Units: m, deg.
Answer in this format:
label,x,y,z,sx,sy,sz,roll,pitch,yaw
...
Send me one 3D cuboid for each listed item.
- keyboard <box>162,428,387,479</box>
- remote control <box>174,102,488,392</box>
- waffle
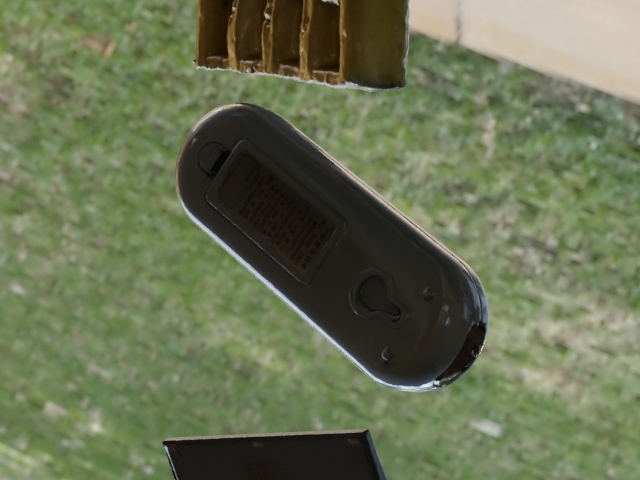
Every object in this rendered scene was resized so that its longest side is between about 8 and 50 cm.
label,x,y,z,sx,sy,sz,roll,pitch,yaw
keyboard,-0.030,0.151,1.098,0.176,0.014,0.055,-8,108,39
remote control,0.000,0.000,1.004,0.244,0.087,0.047,39,-171,31
waffle,-0.015,-0.225,1.213,0.055,0.221,0.248,-2,-170,-31
